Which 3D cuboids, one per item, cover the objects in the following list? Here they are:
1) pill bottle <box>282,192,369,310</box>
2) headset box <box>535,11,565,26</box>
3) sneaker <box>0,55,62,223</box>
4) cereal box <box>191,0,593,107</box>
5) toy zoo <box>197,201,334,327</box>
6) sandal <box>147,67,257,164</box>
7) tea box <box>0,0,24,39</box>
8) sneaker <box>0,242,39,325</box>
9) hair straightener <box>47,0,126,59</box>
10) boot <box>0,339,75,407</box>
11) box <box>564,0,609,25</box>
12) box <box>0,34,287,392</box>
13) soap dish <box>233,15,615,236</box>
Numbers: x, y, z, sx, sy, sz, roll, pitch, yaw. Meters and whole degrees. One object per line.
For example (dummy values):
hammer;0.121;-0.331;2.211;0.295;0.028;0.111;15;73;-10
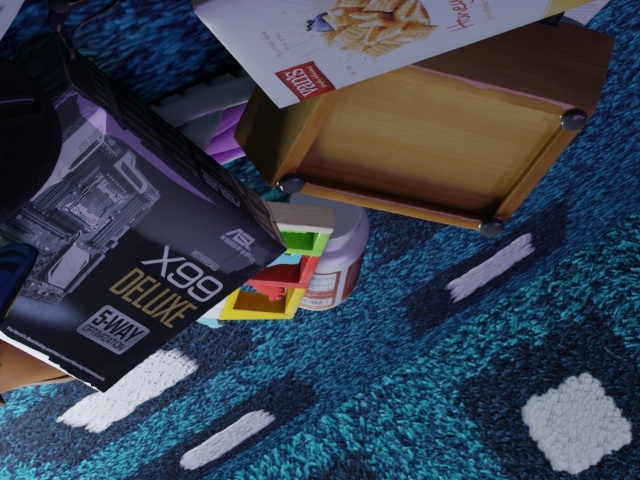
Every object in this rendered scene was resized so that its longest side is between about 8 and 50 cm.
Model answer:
pill bottle;0.000;0.000;1.636;0.121;0.121;0.216;-28;161;-15
headset box;0.096;-0.294;0.851;0.283;0.131;0.246;1;134;-37
sneaker;-0.418;0.002;0.943;0.447;0.169;0.257;-26;177;-25
cereal box;0.054;-0.165;0.790;0.240;0.047;0.173;-19;161;11
toy zoo;-0.107;0.034;1.535;0.192;0.030;0.293;5;151;-10
sandal;-0.145;-0.062;1.250;0.416;0.102;0.169;-30;162;-8
tea box;-0.242;-0.223;0.460;0.323;0.220;0.329;-11;153;-48
sneaker;-0.278;0.039;0.975;0.069;0.082;0.209;-60;-174;20
hair straightener;-0.129;-0.222;0.939;0.089;0.047;0.230;-11;147;-51
boot;-0.341;0.091;1.353;0.283;0.109;0.220;-27;159;4
box;0.222;-0.257;1.389;0.130;0.091;0.170;-11;152;-49
box;-0.213;-0.009;1.136;0.242;0.077;0.307;-37;138;13
soap dish;0.093;-0.121;1.156;0.290;0.118;0.229;11;140;-21
